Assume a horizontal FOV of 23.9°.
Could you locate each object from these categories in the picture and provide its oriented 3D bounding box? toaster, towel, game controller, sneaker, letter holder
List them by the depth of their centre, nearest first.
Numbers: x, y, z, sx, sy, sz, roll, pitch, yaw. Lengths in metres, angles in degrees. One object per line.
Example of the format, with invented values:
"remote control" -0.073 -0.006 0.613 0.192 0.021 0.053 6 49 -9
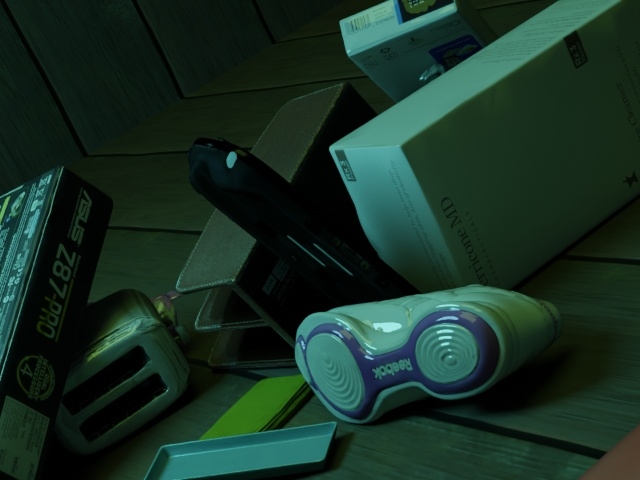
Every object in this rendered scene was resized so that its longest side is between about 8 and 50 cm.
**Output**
"sneaker" 0.102 0.108 1.476 0.152 0.114 0.305 -15 5 -42
"game controller" 0.000 0.000 1.567 0.067 0.319 0.166 -58 24 -16
"towel" -0.099 0.207 1.571 0.102 0.021 0.237 -9 24 43
"toaster" -0.260 0.160 1.769 0.227 0.129 0.146 -32 20 -13
"letter holder" -0.053 -0.011 1.780 0.214 0.152 0.302 -10 43 47

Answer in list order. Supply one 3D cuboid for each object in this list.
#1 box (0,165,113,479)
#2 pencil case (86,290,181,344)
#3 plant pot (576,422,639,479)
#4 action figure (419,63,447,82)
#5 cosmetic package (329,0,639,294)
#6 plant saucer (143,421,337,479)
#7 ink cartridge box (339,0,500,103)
"box" -0.409 0.136 1.747 0.318 0.097 0.395 -21 47 38
"pencil case" -0.278 0.107 1.886 0.206 0.088 0.086 0 9 -27
"plant pot" 0.227 0.193 0.762 0.243 0.275 0.275 -35 16 7
"action figure" 0.170 -0.143 2.016 0.275 0.141 0.164 -21 33 18
"cosmetic package" 0.224 -0.104 1.695 0.385 0.217 0.156 -36 19 -26
"plant saucer" -0.077 0.213 1.474 0.192 0.018 0.067 -9 24 18
"ink cartridge box" 0.169 -0.247 2.110 0.165 0.065 0.332 -21 -26 18
